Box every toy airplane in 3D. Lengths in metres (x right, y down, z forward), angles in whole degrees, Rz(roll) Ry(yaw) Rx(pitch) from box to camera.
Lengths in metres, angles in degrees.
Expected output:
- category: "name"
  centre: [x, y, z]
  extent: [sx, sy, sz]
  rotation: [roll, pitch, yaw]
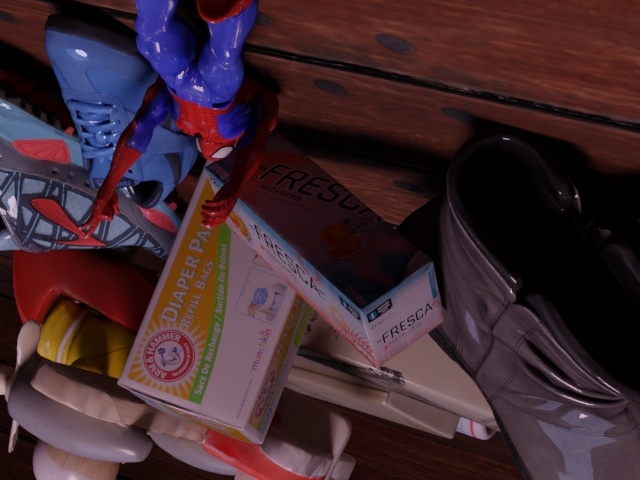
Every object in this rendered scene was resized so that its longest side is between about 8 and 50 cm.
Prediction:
- category: "toy airplane"
  centre: [-0.156, 0.171, 1.236]
  extent: [0.386, 0.272, 0.384]
  rotation: [45, -178, -26]

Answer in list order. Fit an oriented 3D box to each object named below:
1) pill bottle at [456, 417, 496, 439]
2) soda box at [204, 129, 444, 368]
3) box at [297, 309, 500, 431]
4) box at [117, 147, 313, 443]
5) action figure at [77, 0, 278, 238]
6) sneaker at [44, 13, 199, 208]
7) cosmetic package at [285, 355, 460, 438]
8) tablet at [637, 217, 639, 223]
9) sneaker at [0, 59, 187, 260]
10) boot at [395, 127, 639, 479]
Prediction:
- category: "pill bottle"
  centre: [0.148, 0.186, 1.571]
  extent: [0.160, 0.087, 0.087]
  rotation: [14, 167, 28]
- category: "soda box"
  centre: [0.000, 0.000, 0.823]
  extent: [0.183, 0.058, 0.063]
  rotation: [41, 158, 39]
- category: "box"
  centre: [0.106, 0.111, 1.275]
  extent: [0.275, 0.094, 0.113]
  rotation: [21, 168, -1]
- category: "box"
  centre: [-0.064, 0.045, 0.985]
  extent: [0.103, 0.203, 0.114]
  rotation: [19, 169, 10]
- category: "action figure"
  centre: [-0.082, -0.065, 0.696]
  extent: [0.091, 0.139, 0.280]
  rotation: [21, 171, 5]
- category: "sneaker"
  centre: [-0.134, -0.079, 0.845]
  extent: [0.069, 0.082, 0.209]
  rotation: [19, 167, 17]
- category: "cosmetic package"
  centre: [0.013, 0.129, 1.483]
  extent: [0.309, 0.113, 0.160]
  rotation: [9, 164, 41]
- category: "tablet"
  centre: [0.234, 0.006, 0.779]
  extent: [0.054, 0.006, 0.083]
  rotation: [11, 166, 37]
- category: "sneaker"
  centre: [-0.211, -0.041, 0.996]
  extent: [0.262, 0.125, 0.104]
  rotation: [35, -167, -37]
- category: "boot"
  centre: [0.173, 0.093, 0.768]
  extent: [0.338, 0.118, 0.223]
  rotation: [44, 169, 0]
